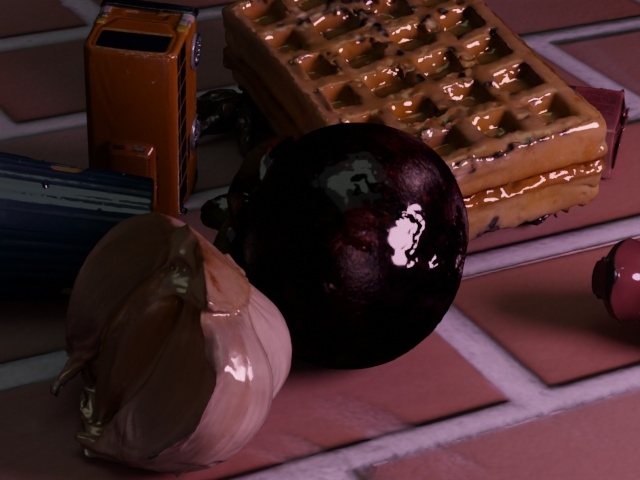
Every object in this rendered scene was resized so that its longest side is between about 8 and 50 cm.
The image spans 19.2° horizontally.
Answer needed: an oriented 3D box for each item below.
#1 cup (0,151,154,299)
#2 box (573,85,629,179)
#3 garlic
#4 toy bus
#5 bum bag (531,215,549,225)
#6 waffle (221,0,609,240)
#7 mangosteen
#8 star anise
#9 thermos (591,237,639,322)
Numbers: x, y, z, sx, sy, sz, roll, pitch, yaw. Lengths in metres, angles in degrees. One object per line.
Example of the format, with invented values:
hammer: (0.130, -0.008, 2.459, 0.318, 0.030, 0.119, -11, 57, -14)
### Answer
cup: (-0.228, -0.009, 1.673, 0.155, 0.131, 0.176, 5, 3, -6)
box: (0.241, -0.118, 1.975, 0.156, 0.060, 0.111, 7, 28, 12)
garlic: (-0.106, 0.088, 1.485, 0.142, 0.178, 0.229, 19, 31, -45)
toy bus: (-0.167, -0.117, 1.789, 0.098, 0.201, 0.114, 7, 36, 6)
bum bag: (0.186, -0.049, 1.865, 0.124, 0.034, 0.058, 26, 49, 37)
waffle: (0.078, -0.139, 1.868, 0.261, 0.114, 0.376, -21, 43, -17)
mangosteen: (0.000, 0.000, 1.588, 0.250, 0.211, 0.211, 9, 27, 32)
star anise: (-0.083, -0.133, 1.988, 0.141, 0.042, 0.141, 2, 27, -1)
thermos: (0.400, 0.043, 1.635, 0.330, 0.110, 0.136, 6, 29, 6)
